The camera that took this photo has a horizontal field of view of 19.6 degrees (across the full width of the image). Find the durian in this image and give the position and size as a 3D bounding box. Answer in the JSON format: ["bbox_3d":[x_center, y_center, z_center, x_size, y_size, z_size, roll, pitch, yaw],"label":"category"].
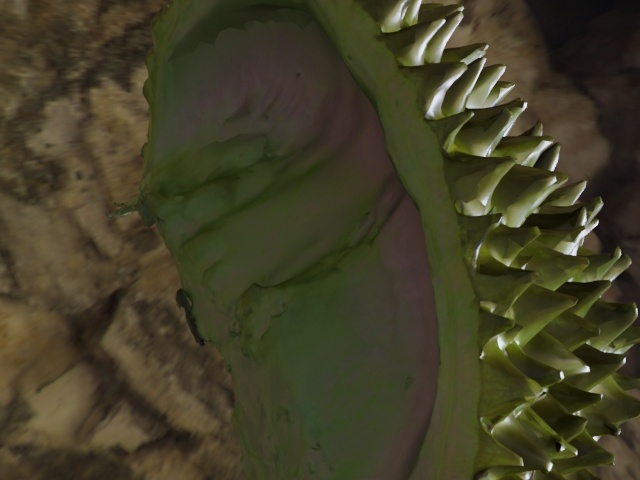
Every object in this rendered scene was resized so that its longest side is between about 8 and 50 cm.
[{"bbox_3d":[0.005,-0.008,0.679,0.169,0.355,0.157,-38,-53,2],"label":"durian"}]
